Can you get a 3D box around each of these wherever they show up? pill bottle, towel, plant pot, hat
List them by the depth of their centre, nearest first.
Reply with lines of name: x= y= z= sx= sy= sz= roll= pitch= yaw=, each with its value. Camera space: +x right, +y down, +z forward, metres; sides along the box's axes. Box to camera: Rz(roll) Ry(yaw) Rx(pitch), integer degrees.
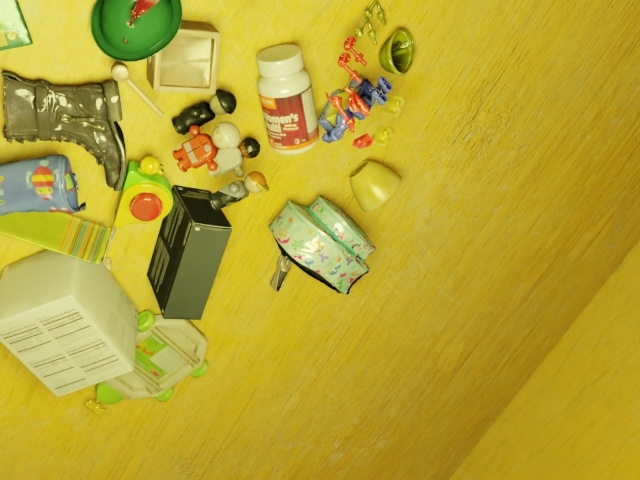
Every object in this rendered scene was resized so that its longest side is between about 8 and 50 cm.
hat: x=-0.346 y=-0.436 z=1.080 sx=0.208 sy=0.173 sz=0.183 roll=-32 pitch=172 yaw=2
towel: x=-0.574 y=-0.026 z=1.313 sx=0.237 sy=0.102 sz=0.021 roll=21 pitch=136 yaw=-23
pill bottle: x=-0.075 y=-0.315 z=1.387 sx=0.121 sy=0.121 sz=0.221 roll=-21 pitch=129 yaw=-13
plant pot: x=0.131 y=-0.155 z=1.614 sx=0.134 sy=0.134 sz=0.095 roll=-43 pitch=106 yaw=5

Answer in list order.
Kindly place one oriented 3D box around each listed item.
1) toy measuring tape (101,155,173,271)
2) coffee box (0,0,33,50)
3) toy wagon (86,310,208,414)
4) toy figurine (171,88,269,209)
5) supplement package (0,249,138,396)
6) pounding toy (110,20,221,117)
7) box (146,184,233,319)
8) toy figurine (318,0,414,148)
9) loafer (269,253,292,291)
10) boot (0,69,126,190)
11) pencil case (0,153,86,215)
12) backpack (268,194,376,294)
toy measuring tape: x=-0.412 y=-0.049 z=1.408 sx=0.121 sy=0.121 sz=0.330 roll=7 pitch=126 yaw=-31
coffee box: x=-0.629 y=-0.390 z=1.102 sx=0.184 sy=0.040 sz=0.113 roll=-19 pitch=128 yaw=-16
toy wagon: x=-0.479 y=0.336 z=1.659 sx=0.344 sy=0.068 sz=0.267 roll=-35 pitch=130 yaw=-1
toy figurine: x=-0.210 y=-0.196 z=1.339 sx=0.148 sy=0.213 sz=0.209 roll=-26 pitch=130 yaw=9
supplement package: x=-0.567 y=0.175 z=1.395 sx=0.198 sy=0.199 sz=0.263 roll=-20 pitch=130 yaw=3
pounding toy: x=-0.322 y=-0.350 z=1.252 sx=0.206 sy=0.094 sz=0.181 roll=-3 pitch=122 yaw=-25
box: x=-0.315 y=0.030 z=1.458 sx=0.103 sy=0.184 sz=0.261 roll=8 pitch=118 yaw=-31
toy figurine: x=0.062 y=-0.350 z=1.436 sx=0.191 sy=0.217 sz=0.363 roll=37 pitch=57 yaw=-26
loafer: x=-0.102 y=0.085 z=1.700 sx=0.045 sy=0.039 sz=0.125 roll=9 pitch=117 yaw=-31
boot: x=-0.520 y=-0.218 z=1.259 sx=0.229 sy=0.091 sz=0.263 roll=-6 pitch=120 yaw=-17
pencil case: x=-0.629 y=-0.097 z=1.213 sx=0.306 sy=0.133 sz=0.119 roll=-7 pitch=99 yaw=-6
backpack: x=0.000 y=0.000 z=1.573 sx=0.253 sy=0.225 sz=0.191 roll=28 pitch=105 yaw=-40
